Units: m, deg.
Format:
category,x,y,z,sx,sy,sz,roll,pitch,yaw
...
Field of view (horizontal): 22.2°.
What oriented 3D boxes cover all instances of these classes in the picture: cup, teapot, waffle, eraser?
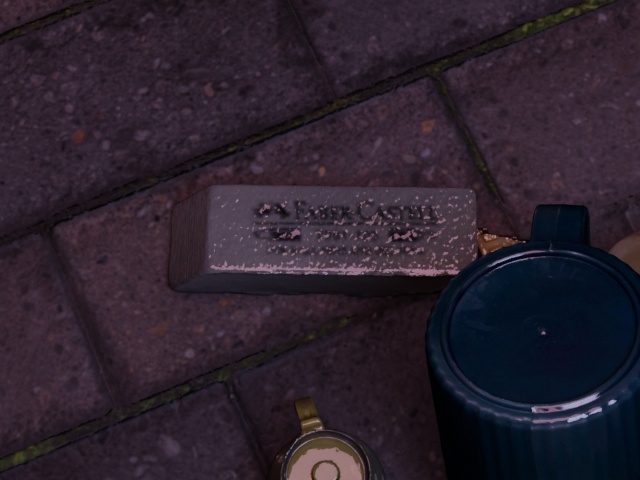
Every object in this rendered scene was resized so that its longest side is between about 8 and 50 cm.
category,x,y,z,sx,sy,sz,roll,pitch,yaw
cup,0.251,0.151,1.642,0.242,0.292,0.308,28,62,32
teapot,0.001,0.243,1.736,0.130,0.119,0.166,-15,70,-5
waffle,0.258,0.009,1.866,0.152,0.023,0.098,-18,72,-4
eraser,0.000,0.000,1.847,0.352,0.077,0.111,1,71,2

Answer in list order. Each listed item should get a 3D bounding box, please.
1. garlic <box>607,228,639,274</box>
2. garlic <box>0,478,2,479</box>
category,x,y,z,sx,sy,sz,roll,pitch,yaw
garlic,0.411,0.082,1.771,0.142,0.178,0.229,-25,63,-36
garlic,-0.394,0.273,1.769,0.152,0.066,0.084,-13,97,0
